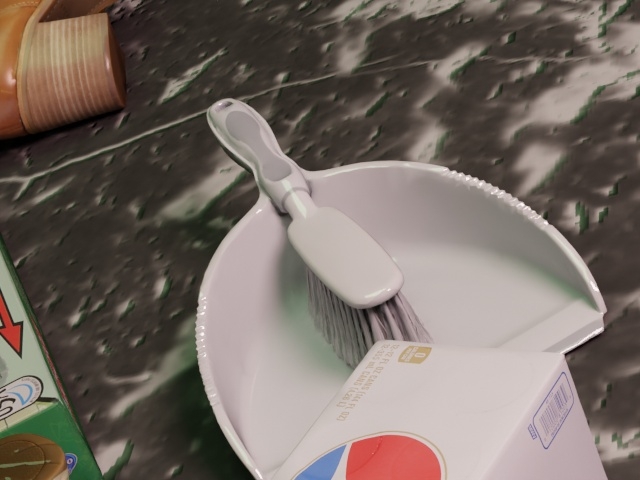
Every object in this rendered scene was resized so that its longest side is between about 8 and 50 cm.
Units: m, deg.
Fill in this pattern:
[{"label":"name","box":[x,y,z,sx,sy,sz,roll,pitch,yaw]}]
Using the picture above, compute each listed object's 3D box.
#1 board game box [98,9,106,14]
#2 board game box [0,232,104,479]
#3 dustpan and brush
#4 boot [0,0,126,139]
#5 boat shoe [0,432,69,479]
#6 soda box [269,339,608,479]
[{"label":"board game box","box":[-0.249,-0.138,1.155,0.124,0.039,0.259,-37,35,-23]},{"label":"board game box","box":[-0.232,0.060,0.817,0.213,0.046,0.317,-27,30,-7]},{"label":"dustpan and brush","box":[0.000,0.000,0.736,0.147,0.060,0.211,-28,31,-9]},{"label":"boot","box":[-0.188,-0.136,1.020,0.152,0.073,0.197,-9,48,3]},{"label":"boat shoe","box":[-0.139,0.125,0.650,0.135,0.045,0.050,-35,40,-27]},{"label":"soda box","box":[0.004,0.122,0.532,0.074,0.069,0.216,3,39,38]}]
